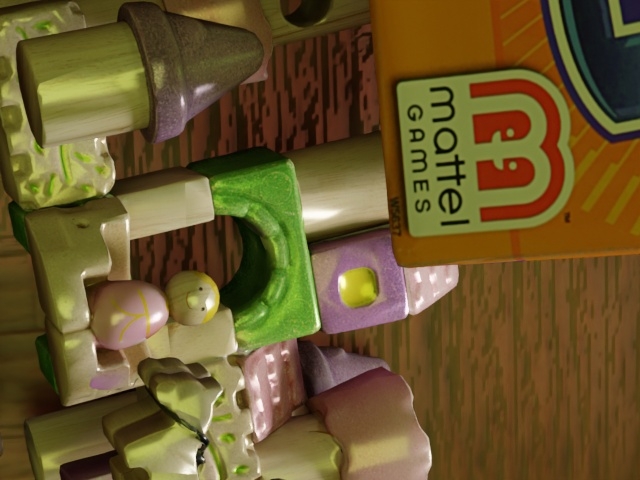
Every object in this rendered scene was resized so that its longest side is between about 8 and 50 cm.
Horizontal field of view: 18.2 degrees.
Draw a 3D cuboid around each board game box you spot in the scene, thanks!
[{"bbox_3d":[0.232,-0.189,0.769,0.356,0.356,0.356,-4,93,21],"label":"board game box"}]

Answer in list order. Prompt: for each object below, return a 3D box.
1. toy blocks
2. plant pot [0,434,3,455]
[{"bbox_3d":[0.000,0.000,0.885,0.260,0.309,0.289,-13,104,-16],"label":"toy blocks"},{"bbox_3d":[-0.274,0.107,0.927,0.230,0.215,0.215,-29,105,-19],"label":"plant pot"}]
